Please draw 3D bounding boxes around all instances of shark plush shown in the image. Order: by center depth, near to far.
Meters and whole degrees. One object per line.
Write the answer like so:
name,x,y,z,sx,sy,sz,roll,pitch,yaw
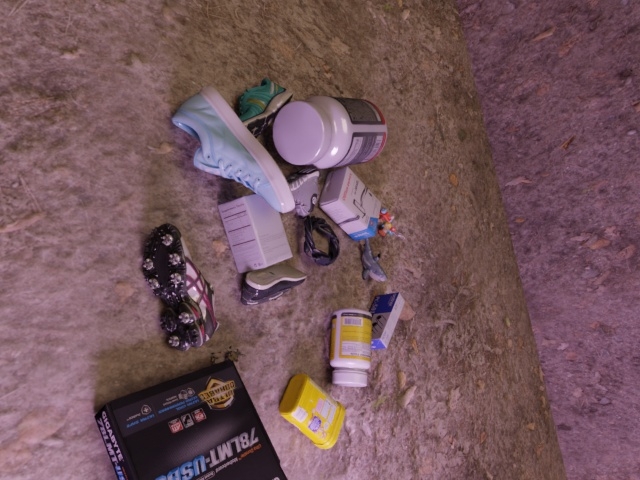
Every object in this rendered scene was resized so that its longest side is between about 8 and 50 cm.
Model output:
shark plush,0.180,0.061,1.615,0.073,0.067,0.161,3,76,-49

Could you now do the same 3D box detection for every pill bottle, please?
pill bottle,0.087,0.309,1.385,0.119,0.119,0.208,26,60,-43
pill bottle,0.035,-0.325,1.441,0.363,0.210,0.210,-19,93,-55

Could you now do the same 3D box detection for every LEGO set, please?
LEGO set,-0.217,0.272,1.115,0.083,0.023,0.054,23,58,-29

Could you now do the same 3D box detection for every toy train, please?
toy train,0.227,-0.056,1.683,0.046,0.125,0.166,-44,130,-7

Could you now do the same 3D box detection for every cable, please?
cable,0.000,0.000,1.442,0.185,0.047,0.150,11,62,-58

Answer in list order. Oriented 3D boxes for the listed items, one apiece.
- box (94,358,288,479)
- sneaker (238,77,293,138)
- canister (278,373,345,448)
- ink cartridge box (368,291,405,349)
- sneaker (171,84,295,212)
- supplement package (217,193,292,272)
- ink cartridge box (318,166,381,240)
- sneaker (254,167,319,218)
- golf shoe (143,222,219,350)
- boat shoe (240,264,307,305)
box,-0.235,0.408,0.924,0.296,0.073,0.293,-6,58,-51
sneaker,-0.184,-0.355,1.314,0.110,0.107,0.275,38,47,-5
canister,-0.021,0.442,1.250,0.170,0.073,0.126,49,45,-27
ink cartridge box,0.195,0.258,1.547,0.046,0.097,0.207,56,42,-23
sneaker,-0.212,-0.187,1.137,0.150,0.135,0.366,-38,80,-9
supplement package,-0.163,-0.022,1.203,0.105,0.105,0.179,-20,94,-50
ink cartridge box,0.101,-0.118,1.564,0.203,0.086,0.148,41,49,-35
sneaker,-0.079,-0.112,1.355,0.229,0.086,0.132,-29,120,-37
golf shoe,-0.296,0.095,1.032,0.120,0.105,0.272,-23,102,-67
boat shoe,-0.121,0.114,1.251,0.233,0.084,0.079,-11,125,-58
